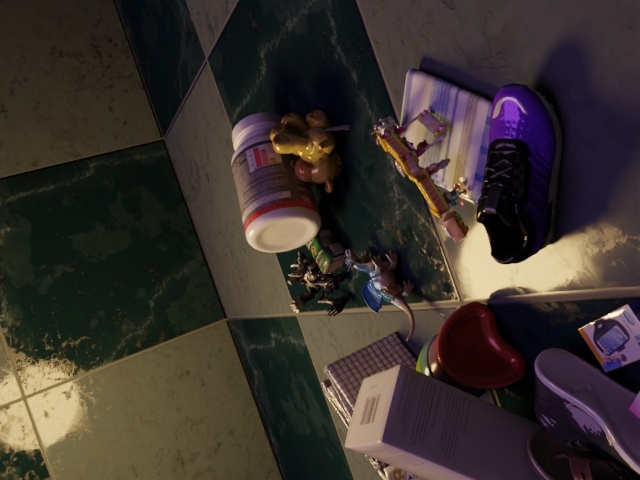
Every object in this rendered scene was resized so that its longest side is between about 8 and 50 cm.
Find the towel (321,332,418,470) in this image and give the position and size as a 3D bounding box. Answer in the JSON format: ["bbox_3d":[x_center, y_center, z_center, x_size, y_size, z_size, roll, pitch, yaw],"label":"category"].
[{"bbox_3d":[0.162,0.404,1.499,0.284,0.235,0.121,50,154,37],"label":"towel"}]

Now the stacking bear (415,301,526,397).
[{"bbox_3d":[0.280,0.282,1.273,0.175,0.164,0.289,60,158,22],"label":"stacking bear"}]

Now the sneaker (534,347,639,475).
[{"bbox_3d":[0.475,0.314,0.970,0.295,0.104,0.147,41,156,37],"label":"sneaker"}]

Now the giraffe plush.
[{"bbox_3d":[-0.015,-0.223,1.537,0.210,0.181,0.171,10,135,23],"label":"giraffe plush"}]

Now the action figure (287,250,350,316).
[{"bbox_3d":[-0.036,0.132,1.817,0.275,0.140,0.164,21,127,55],"label":"action figure"}]

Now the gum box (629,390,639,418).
[{"bbox_3d":[0.523,0.204,0.817,0.107,0.062,0.189,46,146,41],"label":"gum box"}]

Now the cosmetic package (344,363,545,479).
[{"bbox_3d":[0.257,0.391,1.146,0.197,0.365,0.155,-47,22,61],"label":"cosmetic package"}]

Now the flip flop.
[{"bbox_3d":[0.479,0.412,1.000,0.277,0.112,0.080,37,145,43],"label":"flip flop"}]

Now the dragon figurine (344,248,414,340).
[{"bbox_3d":[0.159,0.122,1.473,0.289,0.085,0.144,62,154,19],"label":"dragon figurine"}]

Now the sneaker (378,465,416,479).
[{"bbox_3d":[0.255,0.589,1.517,0.292,0.169,0.108,-30,79,64],"label":"sneaker"}]

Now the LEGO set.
[{"bbox_3d":[0.213,-0.143,1.121,0.287,0.107,0.132,55,-177,19],"label":"LEGO set"}]

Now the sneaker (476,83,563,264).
[{"bbox_3d":[0.304,-0.092,0.933,0.102,0.146,0.294,11,120,46],"label":"sneaker"}]

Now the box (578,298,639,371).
[{"bbox_3d":[0.474,0.148,0.922,0.081,0.028,0.136,62,156,18],"label":"box"}]

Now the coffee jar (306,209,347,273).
[{"bbox_3d":[0.000,0.000,1.717,0.184,0.079,0.096,58,152,26],"label":"coffee jar"}]

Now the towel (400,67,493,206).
[{"bbox_3d":[0.251,-0.192,1.125,0.285,0.034,0.209,40,139,44],"label":"towel"}]

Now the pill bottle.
[{"bbox_3d":[-0.137,-0.168,1.665,0.210,0.210,0.363,115,145,-56],"label":"pill bottle"}]
